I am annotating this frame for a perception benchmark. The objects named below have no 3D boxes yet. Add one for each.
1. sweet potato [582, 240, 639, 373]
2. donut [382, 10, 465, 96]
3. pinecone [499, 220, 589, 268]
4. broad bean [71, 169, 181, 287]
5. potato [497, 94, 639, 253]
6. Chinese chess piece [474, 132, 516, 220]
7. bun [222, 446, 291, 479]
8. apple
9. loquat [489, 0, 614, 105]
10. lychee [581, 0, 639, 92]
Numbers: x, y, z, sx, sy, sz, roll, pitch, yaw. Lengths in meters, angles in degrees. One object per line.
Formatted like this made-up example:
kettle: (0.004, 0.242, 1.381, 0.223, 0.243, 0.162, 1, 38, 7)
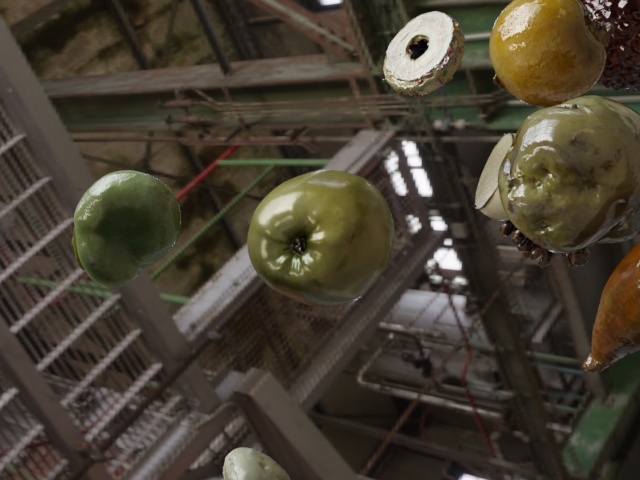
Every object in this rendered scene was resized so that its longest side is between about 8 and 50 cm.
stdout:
sweet potato: (0.362, 0.021, 0.892, 0.112, 0.112, 0.359, -17, -30, -46)
donut: (0.195, -0.341, 1.722, 0.068, 0.175, 0.174, 32, -110, -42)
pinecone: (0.351, -0.056, 1.423, 0.186, 0.168, 0.212, -17, -98, -21)
broad bean: (-0.323, -0.023, 1.520, 0.169, 0.228, 0.100, 41, -157, -25)
potato: (0.279, -0.071, 0.979, 0.200, 0.137, 0.154, -7, -45, -38)
Chinese chess piece: (0.258, -0.087, 1.275, 0.051, 0.122, 0.122, 21, -105, -6)
bun: (-0.087, 0.413, 1.463, 0.102, 0.183, 0.183, -15, -72, -11)
apple: (0.000, 0.000, 1.651, 0.262, 0.262, 0.262, -6, -82, -47)
loquat: (0.292, -0.247, 1.188, 0.137, 0.163, 0.163, -37, -57, -67)
lychee: (0.517, -0.379, 1.541, 0.300, 0.264, 0.264, 32, -116, -1)
